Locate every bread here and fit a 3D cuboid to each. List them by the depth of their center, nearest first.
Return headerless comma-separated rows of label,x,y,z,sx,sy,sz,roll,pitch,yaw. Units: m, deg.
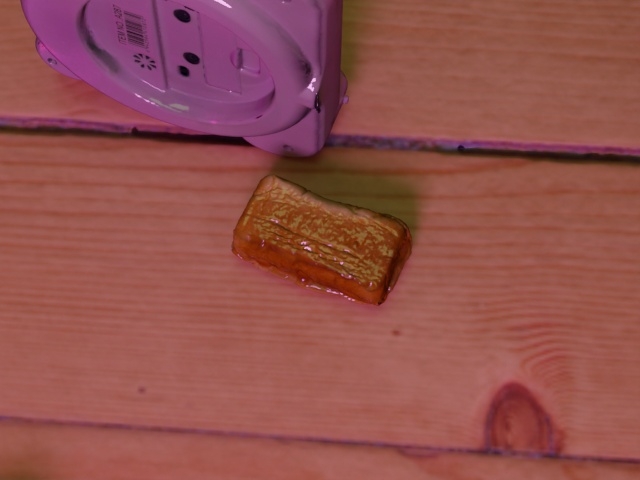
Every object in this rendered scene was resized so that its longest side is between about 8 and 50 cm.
bread,0.000,0.000,0.962,0.132,0.053,0.074,18,69,11

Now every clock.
clock,-0.101,-0.166,0.952,0.247,0.227,0.090,17,62,8
